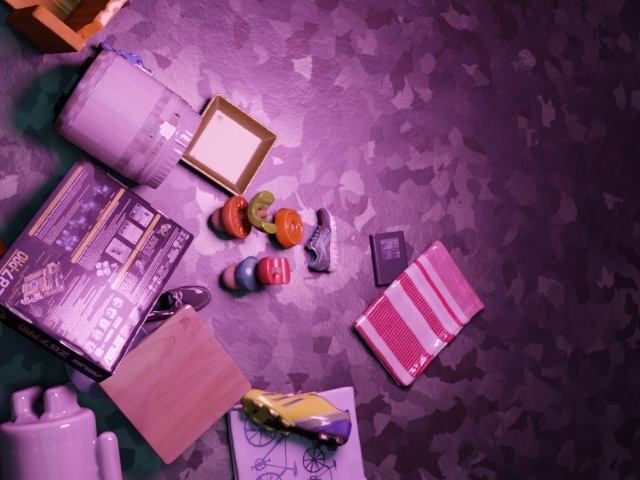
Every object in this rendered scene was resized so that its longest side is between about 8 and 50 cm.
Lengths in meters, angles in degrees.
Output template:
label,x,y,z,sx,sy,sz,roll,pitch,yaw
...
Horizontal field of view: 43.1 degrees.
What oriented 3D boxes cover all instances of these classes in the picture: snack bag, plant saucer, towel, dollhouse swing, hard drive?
label,x,y,z,sx,sy,sz,roll,pitch,yaw
snack bag,-0.050,0.532,1.995,0.342,0.037,0.323,-9,91,-21
plant saucer,-0.226,-0.227,1.956,0.188,0.045,0.188,34,76,-17
towel,0.263,0.192,2.119,0.329,0.037,0.237,-43,108,-17
dollhouse swing,-0.563,-0.632,1.728,0.305,0.315,0.347,46,73,-33
hard drive,0.181,0.046,2.114,0.094,0.022,0.135,-7,90,-22
plant saucer,-0.480,0.263,1.838,0.194,0.037,0.195,1,88,-22

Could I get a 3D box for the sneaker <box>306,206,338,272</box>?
label,x,y,z,sx,sy,sz,roll,pitch,yaw
sneaker,0.000,0.000,2.027,0.076,0.065,0.167,-4,87,-17

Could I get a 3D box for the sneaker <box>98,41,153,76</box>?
label,x,y,z,sx,sy,sz,roll,pitch,yaw
sneaker,-0.450,-0.413,1.876,0.144,0.053,0.059,41,75,-24

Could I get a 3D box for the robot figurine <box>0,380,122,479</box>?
label,x,y,z,sx,sy,sz,roll,pitch,yaw
robot figurine,-0.569,0.482,1.706,0.299,0.200,0.354,-7,90,6

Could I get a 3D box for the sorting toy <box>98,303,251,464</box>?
label,x,y,z,sx,sy,sz,roll,pitch,yaw
sorting toy,-0.335,0.318,1.831,0.257,0.089,0.255,-41,109,-21

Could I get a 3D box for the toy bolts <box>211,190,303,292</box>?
label,x,y,z,sx,sy,sz,roll,pitch,yaw
toy bolts,-0.157,0.015,1.953,0.218,0.158,0.229,18,66,-60

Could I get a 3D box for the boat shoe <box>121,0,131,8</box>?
label,x,y,z,sx,sy,sz,roll,pitch,yaw
boat shoe,-0.459,-0.566,1.876,0.049,0.056,0.152,37,75,-10

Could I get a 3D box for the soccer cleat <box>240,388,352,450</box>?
label,x,y,z,sx,sy,sz,roll,pitch,yaw
soccer cleat,-0.057,0.408,1.944,0.289,0.093,0.121,24,50,-15

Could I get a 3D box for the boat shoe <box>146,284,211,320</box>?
label,x,y,z,sx,sy,sz,roll,pitch,yaw
boat shoe,-0.347,0.148,1.880,0.206,0.065,0.075,-9,91,-22

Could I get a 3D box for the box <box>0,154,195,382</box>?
label,x,y,z,sx,sy,sz,roll,pitch,yaw
box,-0.494,0.056,1.740,0.318,0.097,0.395,37,53,-17

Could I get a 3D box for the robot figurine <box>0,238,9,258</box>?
label,x,y,z,sx,sy,sz,roll,pitch,yaw
robot figurine,-0.735,0.065,1.699,0.219,0.128,0.158,58,39,-10

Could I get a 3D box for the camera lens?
label,x,y,z,sx,sy,sz,roll,pitch,yaw
camera lens,-0.429,-0.268,1.786,0.274,0.219,0.219,33,76,-17
